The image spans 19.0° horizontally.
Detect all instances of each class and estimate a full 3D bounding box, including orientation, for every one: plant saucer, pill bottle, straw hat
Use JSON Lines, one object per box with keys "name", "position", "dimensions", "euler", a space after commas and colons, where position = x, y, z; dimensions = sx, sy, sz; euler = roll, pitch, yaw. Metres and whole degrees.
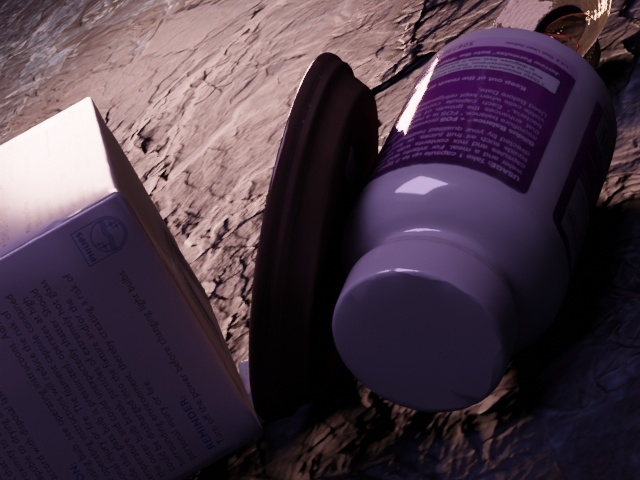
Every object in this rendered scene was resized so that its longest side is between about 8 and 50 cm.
{"name": "plant saucer", "position": [0.000, 0.000, 1.414], "dimensions": [0.041, 0.278, 0.278], "euler": [9, 36, 11]}
{"name": "pill bottle", "position": [0.111, -0.016, 1.404], "dimensions": [0.169, 0.169, 0.301], "euler": [-20, 25, 33]}
{"name": "straw hat", "position": [0.221, -0.177, 1.726], "dimensions": [0.144, 0.061, 0.144], "euler": [-29, 39, 26]}

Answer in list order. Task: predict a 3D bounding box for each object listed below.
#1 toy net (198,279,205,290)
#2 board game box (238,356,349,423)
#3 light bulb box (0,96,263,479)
{"name": "toy net", "position": [-0.174, 0.126, 1.699], "dimensions": [0.122, 0.045, 0.232], "euler": [-12, 32, 27]}
{"name": "board game box", "position": [-0.023, 0.102, 1.553], "dimensions": [0.090, 0.020, 0.090], "euler": [-31, 22, 6]}
{"name": "light bulb box", "position": [-0.273, 0.095, 1.500], "dimensions": [0.361, 0.225, 0.358], "euler": [-29, 18, -1]}
